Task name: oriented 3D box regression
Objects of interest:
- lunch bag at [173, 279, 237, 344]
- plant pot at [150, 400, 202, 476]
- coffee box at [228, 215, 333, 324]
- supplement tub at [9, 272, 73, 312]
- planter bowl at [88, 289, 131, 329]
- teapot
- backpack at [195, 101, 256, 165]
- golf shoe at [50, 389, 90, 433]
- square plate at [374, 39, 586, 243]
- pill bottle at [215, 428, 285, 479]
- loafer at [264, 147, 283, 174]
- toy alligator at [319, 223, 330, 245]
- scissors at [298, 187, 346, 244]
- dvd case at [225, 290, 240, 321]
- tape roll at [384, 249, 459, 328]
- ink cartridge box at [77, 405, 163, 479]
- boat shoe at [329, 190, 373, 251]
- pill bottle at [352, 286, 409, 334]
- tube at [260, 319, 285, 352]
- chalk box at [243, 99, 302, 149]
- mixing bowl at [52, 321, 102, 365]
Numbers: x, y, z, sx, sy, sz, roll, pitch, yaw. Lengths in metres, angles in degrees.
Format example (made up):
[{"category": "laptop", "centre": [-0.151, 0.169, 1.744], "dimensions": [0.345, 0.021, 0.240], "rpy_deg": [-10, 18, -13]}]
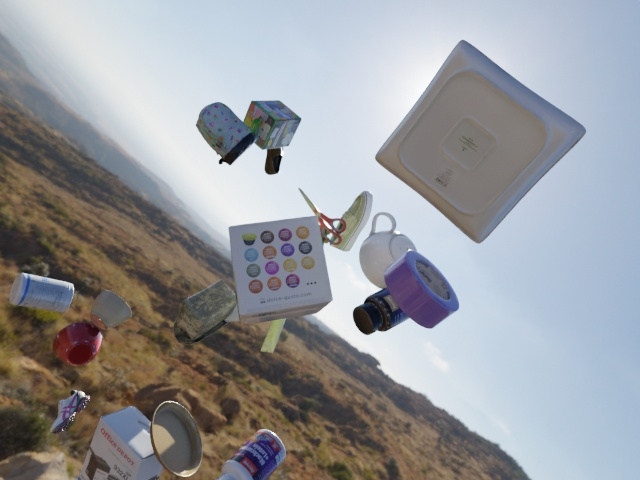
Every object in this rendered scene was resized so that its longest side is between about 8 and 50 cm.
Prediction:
[{"category": "lunch bag", "centre": [-0.549, 0.362, 2.152], "dimensions": [0.169, 0.235, 0.287], "rpy_deg": [46, -48, 13]}, {"category": "plant pot", "centre": [-0.459, 0.627, 1.432], "dimensions": [0.236, 0.032, 0.236], "rpy_deg": [59, 8, -14]}, {"category": "coffee box", "centre": [-0.169, 0.124, 1.775], "dimensions": [0.338, 0.337, 0.334], "rpy_deg": [118, -37, -72]}, {"category": "supplement tub", "centre": [-0.614, 0.116, 1.001], "dimensions": [0.107, 0.071, 0.071], "rpy_deg": [22, 14, -44]}, {"category": "planter bowl", "centre": [-0.895, 0.303, 1.907], "dimensions": [0.162, 0.109, 0.162], "rpy_deg": [16, -48, 18]}, {"category": "teapot", "centre": [0.284, 0.056, 1.749], "dimensions": [0.256, 0.252, 0.187], "rpy_deg": [29, -36, -21]}, {"category": "backpack", "centre": [-0.306, -0.350, 1.449], "dimensions": [0.182, 0.152, 0.115], "rpy_deg": [46, -27, -12]}, {"category": "golf shoe", "centre": [-0.956, 0.642, 1.704], "dimensions": [0.086, 0.067, 0.186], "rpy_deg": [31, 24, -4]}, {"category": "square plate", "centre": [0.350, -0.222, 1.061], "dimensions": [0.347, 0.344, 0.049], "rpy_deg": [42, 24, 10]}, {"category": "pill bottle", "centre": [-0.189, 0.600, 1.194], "dimensions": [0.108, 0.193, 0.108], "rpy_deg": [14, -64, 30]}, {"category": "loafer", "centre": [-0.189, -0.388, 1.979], "dimensions": [0.078, 0.080, 0.220], "rpy_deg": [25, -63, 44]}, {"category": "toy alligator", "centre": [0.000, 0.000, 1.879], "dimensions": [0.056, 0.190, 0.051], "rpy_deg": [23, 22, 28]}, {"category": "scissors", "centre": [-0.013, -0.096, 1.824], "dimensions": [0.297, 0.109, 0.021], "rpy_deg": [39, 22, 26]}, {"category": "dvd case", "centre": [-0.446, 0.343, 2.377], "dimensions": [0.253, 0.180, 0.022], "rpy_deg": [-8, -40, 34]}, {"category": "tape roll", "centre": [0.253, 0.120, 1.136], "dimensions": [0.189, 0.080, 0.189], "rpy_deg": [34, 28, -21]}, {"category": "ink cartridge box", "centre": [-0.650, 0.746, 1.487], "dimensions": [0.223, 0.307, 0.129], "rpy_deg": [29, 12, 25]}, {"category": "boat shoe", "centre": [0.131, -0.079, 1.953], "dimensions": [0.094, 0.302, 0.109], "rpy_deg": [10, 28, -24]}, {"category": "pill bottle", "centre": [0.212, 0.212, 1.425], "dimensions": [0.123, 0.219, 0.123], "rpy_deg": [31, -49, 44]}, {"category": "tube", "centre": [-0.222, 0.434, 2.230], "dimensions": [0.062, 0.240, 0.070], "rpy_deg": [20, -26, 0]}, {"category": "chalk box", "centre": [-0.199, -0.428, 1.680], "dimensions": [0.132, 0.132, 0.213], "rpy_deg": [43, 33, 17]}, {"category": "mixing bowl", "centre": [-0.957, 0.429, 1.804], "dimensions": [0.098, 0.181, 0.181], "rpy_deg": [29, -20, 53]}]
